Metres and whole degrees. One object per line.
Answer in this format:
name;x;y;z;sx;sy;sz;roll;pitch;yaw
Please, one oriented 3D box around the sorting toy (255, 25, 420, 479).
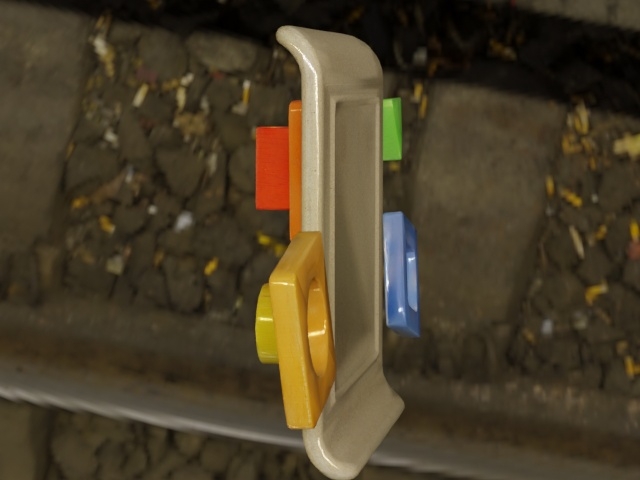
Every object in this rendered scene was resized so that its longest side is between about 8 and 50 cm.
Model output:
sorting toy;0.000;0.000;0.800;0.047;0.348;0.196;-3;94;11
